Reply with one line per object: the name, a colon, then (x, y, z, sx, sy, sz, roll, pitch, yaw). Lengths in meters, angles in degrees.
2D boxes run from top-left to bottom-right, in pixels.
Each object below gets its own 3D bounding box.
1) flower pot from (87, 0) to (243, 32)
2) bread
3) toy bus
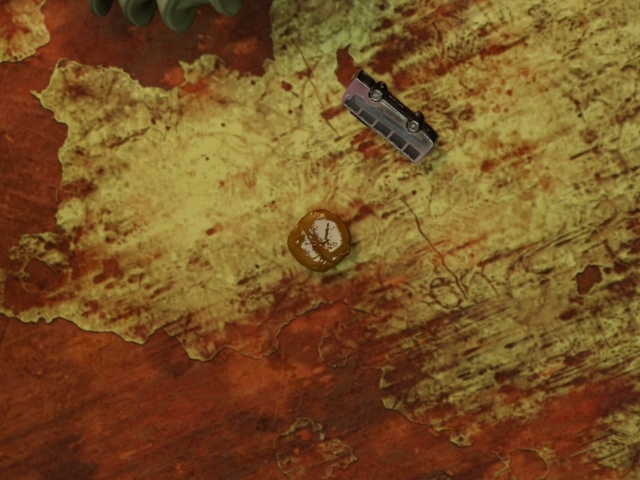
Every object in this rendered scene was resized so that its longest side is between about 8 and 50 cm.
flower pot: (-0.169, -0.373, 1.880, 0.367, 0.164, 0.254, -12, 139, 38)
bread: (0.000, 0.000, 2.101, 0.083, 0.046, 0.081, -11, 106, 17)
toy bus: (0.085, -0.153, 2.029, 0.130, 0.037, 0.052, 39, 118, -6)
